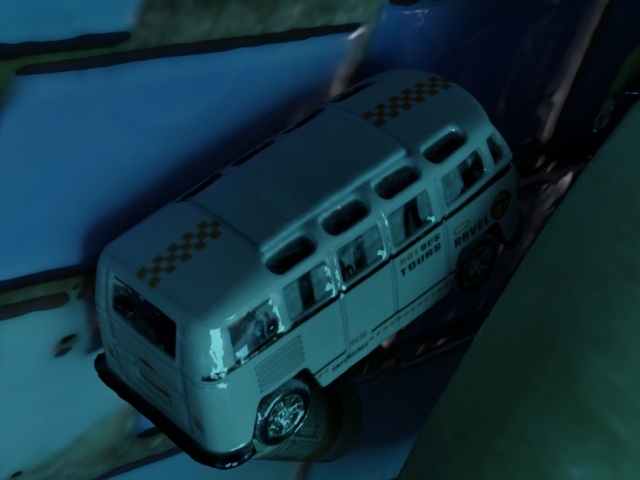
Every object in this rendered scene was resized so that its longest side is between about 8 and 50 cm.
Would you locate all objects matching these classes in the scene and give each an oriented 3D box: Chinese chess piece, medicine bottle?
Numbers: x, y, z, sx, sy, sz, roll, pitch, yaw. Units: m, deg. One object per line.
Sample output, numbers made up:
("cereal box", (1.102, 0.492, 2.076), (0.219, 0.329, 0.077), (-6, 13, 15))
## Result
("Chinese chess piece", (0.167, 0.054, 0.721), (0.349, 0.146, 0.349), (-51, 163, -22))
("medicine bottle", (-0.020, 0.079, 0.689), (0.083, 0.047, 0.047), (15, 109, -55))

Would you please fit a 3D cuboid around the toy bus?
("toy bus", (0.000, 0.000, 0.603), (0.194, 0.087, 0.089), (-34, 140, -27))
